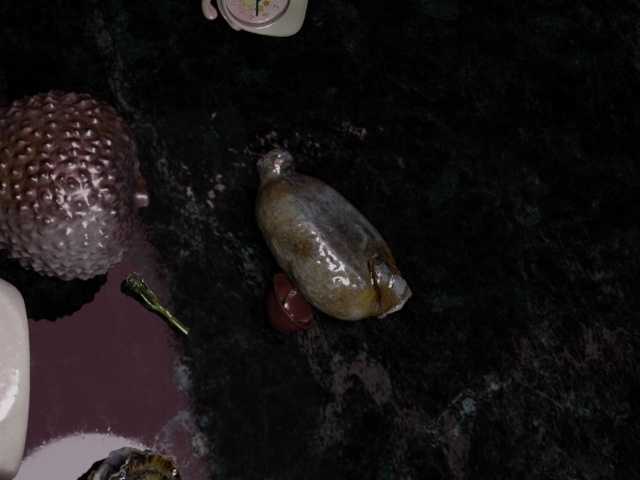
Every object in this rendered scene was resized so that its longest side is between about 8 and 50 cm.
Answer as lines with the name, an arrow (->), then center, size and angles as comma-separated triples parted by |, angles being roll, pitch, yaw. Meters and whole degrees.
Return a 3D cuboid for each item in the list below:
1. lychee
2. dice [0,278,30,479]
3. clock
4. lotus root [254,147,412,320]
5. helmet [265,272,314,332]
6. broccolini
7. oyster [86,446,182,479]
lychee -> -0.401, -0.077, 1.711 | 0.300, 0.300, 0.300 | 7, 71, -20
dice -> -0.567, 0.201, 1.537 | 0.304, 0.304, 0.277 | 1, 73, -21
clock -> -0.116, -0.450, 2.026 | 0.191, 0.151, 0.062 | 2, 36, -17
lotus root -> -0.002, 0.001, 1.914 | 0.175, 0.175, 0.349 | -41, 89, -27
helmet -> -0.064, 0.116, 1.907 | 0.089, 0.057, 0.111 | 5, 53, -57
broccolini -> -0.265, 0.105, 1.842 | 0.140, 0.035, 0.030 | 44, 67, -5
oyster -> -0.318, 0.450, 1.630 | 0.162, 0.158, 0.351 | 41, 55, -15
